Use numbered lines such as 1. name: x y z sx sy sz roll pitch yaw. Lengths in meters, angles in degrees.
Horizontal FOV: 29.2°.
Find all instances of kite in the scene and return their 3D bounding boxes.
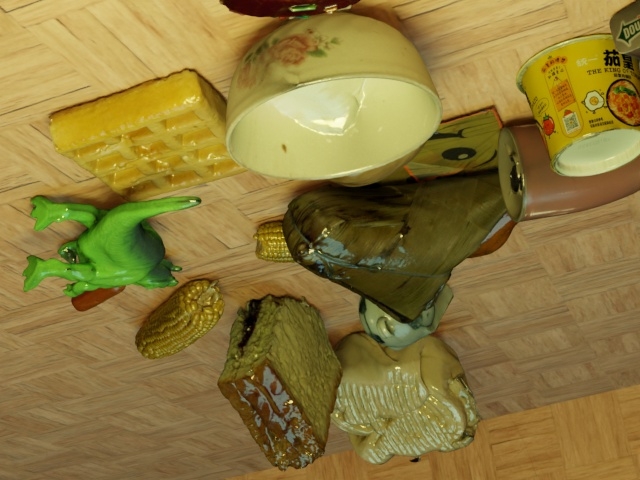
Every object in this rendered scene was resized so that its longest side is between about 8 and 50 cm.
1. kite: 0.183 -0.122 1.973 0.328 0.013 0.377 6 153 -33

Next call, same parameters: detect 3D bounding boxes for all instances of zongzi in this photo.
1. zongzi: 0.147 -0.051 1.960 0.360 0.160 0.323 -41 138 22

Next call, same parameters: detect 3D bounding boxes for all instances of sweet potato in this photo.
1. sweet potato: 0.271 -0.026 2.126 0.112 0.112 0.359 8 155 -37

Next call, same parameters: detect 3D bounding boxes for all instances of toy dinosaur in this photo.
1. toy dinosaur: -0.252 0.024 1.926 0.500 0.144 0.374 -7 165 40

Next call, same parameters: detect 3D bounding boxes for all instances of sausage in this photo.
1. sausage: -0.400 0.091 2.226 0.131 0.041 0.039 -27 130 37

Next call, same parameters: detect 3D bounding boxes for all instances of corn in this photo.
1. corn: 0.000 0.000 2.116 0.238 0.080 0.080 -5 158 -14
2. corn: -0.274 0.160 2.369 0.101 0.101 0.310 5 154 -32

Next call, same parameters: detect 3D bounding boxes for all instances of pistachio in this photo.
1. pistachio: 0.066 -0.141 1.774 0.185 0.126 0.108 -11 -159 -4

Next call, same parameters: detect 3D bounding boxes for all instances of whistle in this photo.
1. whistle: 0.161 0.123 2.439 0.163 0.163 0.289 -20 -167 24

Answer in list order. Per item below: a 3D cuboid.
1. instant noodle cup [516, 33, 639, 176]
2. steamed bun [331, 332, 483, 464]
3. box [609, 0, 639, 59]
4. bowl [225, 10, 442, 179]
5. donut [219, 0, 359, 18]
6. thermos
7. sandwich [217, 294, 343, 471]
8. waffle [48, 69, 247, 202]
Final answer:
1. instant noodle cup: 0.379 -0.182 1.731 0.182 0.144 0.182 -8 158 -3
2. steamed bun: 0.180 0.332 2.802 0.394 0.237 0.346 21 131 1
3. box: 0.504 -0.276 1.658 0.224 0.069 0.120 10 151 -42
4. bowl: 0.009 -0.195 1.551 0.277 0.145 0.277 -7 157 -3
5. donut: -0.017 -0.325 1.293 0.235 0.089 0.235 -8 159 -3
6. thermos: 0.412 -0.123 1.879 0.265 0.176 0.146 -8 121 -6
7. sandwich: -0.074 0.252 2.436 0.131 0.325 0.262 -19 121 22
8. waffle: -0.222 -0.137 1.716 0.221 0.055 0.248 -15 157 15
